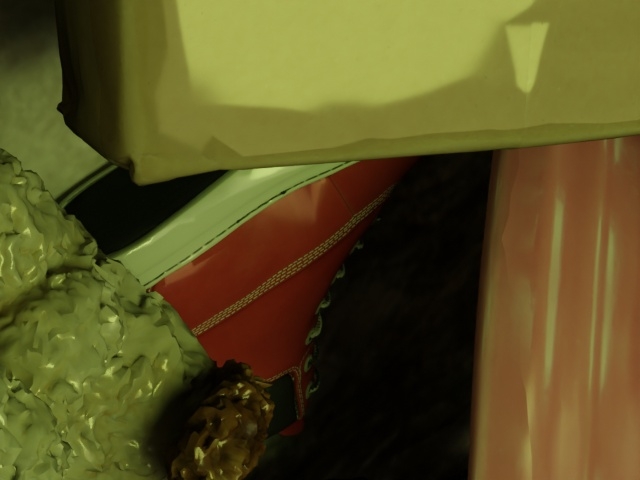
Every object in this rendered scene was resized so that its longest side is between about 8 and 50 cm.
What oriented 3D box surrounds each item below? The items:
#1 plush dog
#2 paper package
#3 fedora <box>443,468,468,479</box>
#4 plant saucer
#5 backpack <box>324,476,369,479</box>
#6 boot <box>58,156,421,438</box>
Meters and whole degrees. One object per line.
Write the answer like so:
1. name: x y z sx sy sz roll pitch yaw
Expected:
1. plush dog: -0.142 0.038 0.801 0.225 0.262 0.210 41 63 -48
2. paper package: 0.050 -0.203 0.763 0.309 0.168 0.325 -5 108 -15
3. fedora: 0.119 0.269 1.167 0.244 0.124 0.275 -20 123 -29
4. plant saucer: 0.125 0.074 0.960 0.084 0.332 0.332 3 119 9
5. backpack: -0.036 0.344 1.018 0.290 0.273 0.355 -22 139 -14
6. boot: 0.000 0.000 0.969 0.244 0.088 0.176 -34 131 -12
